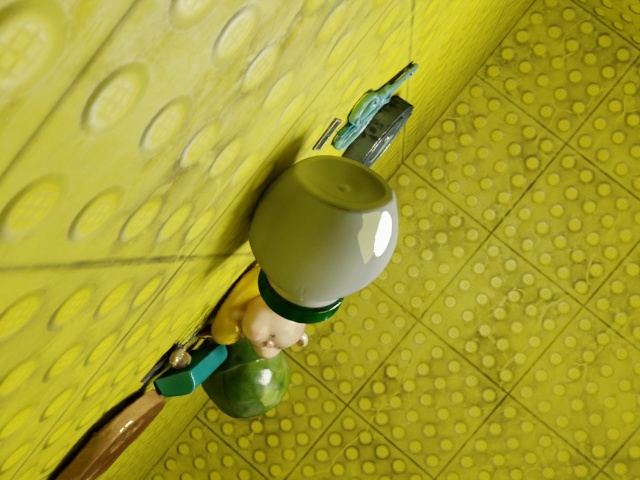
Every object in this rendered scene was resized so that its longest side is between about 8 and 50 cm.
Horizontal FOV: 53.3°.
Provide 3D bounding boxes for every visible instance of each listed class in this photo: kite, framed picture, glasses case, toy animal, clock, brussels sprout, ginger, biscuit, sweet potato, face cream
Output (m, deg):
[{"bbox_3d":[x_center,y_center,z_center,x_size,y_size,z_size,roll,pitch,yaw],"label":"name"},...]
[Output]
[{"bbox_3d":[-0.373,0.276,1.718,0.285,0.015,0.152,-51,175,1],"label":"kite"},{"bbox_3d":[0.016,-0.241,1.459,0.089,0.007,0.066,-52,175,13],"label":"framed picture"},{"bbox_3d":[-0.367,0.374,1.848,0.117,0.070,0.301,-16,-175,11],"label":"glasses case"},{"bbox_3d":[-0.163,0.251,1.898,0.277,0.247,0.345,-45,164,-16],"label":"toy animal"},{"bbox_3d":[0.161,-0.299,1.944,0.319,0.066,0.319,-51,175,-7],"label":"clock"},{"bbox_3d":[-0.260,0.414,2.145,0.289,0.281,0.354,-19,-139,23],"label":"brussels sprout"},{"bbox_3d":[-0.377,0.317,1.710,0.058,0.044,0.137,-27,166,-11],"label":"ginger"},{"bbox_3d":[-0.563,0.538,1.686,0.365,0.062,0.385,-49,174,-4],"label":"biscuit"},{"bbox_3d":[-0.330,0.282,1.941,0.056,0.056,0.195,-52,169,11],"label":"sweet potato"},{"bbox_3d":[0.000,0.000,1.388,0.219,0.313,0.357,-86,-166,-45],"label":"face cream"}]

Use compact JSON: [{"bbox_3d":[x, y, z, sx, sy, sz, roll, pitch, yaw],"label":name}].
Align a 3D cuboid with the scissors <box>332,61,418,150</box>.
[{"bbox_3d":[0.156,-0.362,1.648,0.393,0.032,0.180,-47,174,-37],"label":"scissors"}]
